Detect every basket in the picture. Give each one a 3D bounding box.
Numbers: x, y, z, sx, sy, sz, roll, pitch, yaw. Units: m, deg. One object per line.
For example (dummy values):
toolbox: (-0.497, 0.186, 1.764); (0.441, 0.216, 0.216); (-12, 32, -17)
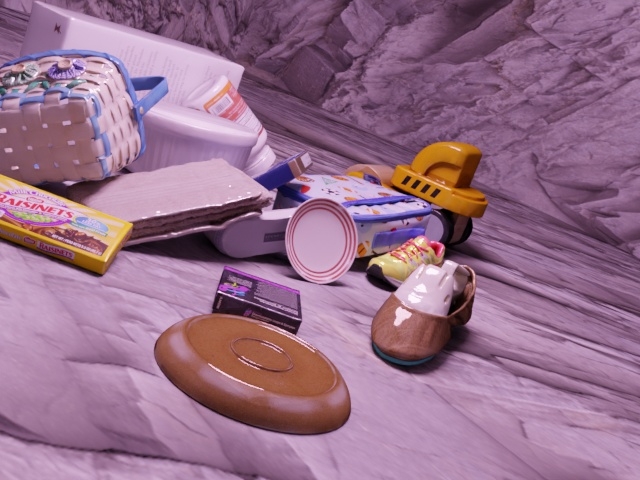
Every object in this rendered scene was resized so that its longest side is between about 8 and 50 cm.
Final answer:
basket: (-0.390, -0.204, 1.356); (0.254, 0.201, 0.289); (-5, 23, 5)

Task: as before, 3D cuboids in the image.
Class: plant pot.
plant pot: (-0.070, 0.141, 0.977); (0.236, 0.032, 0.236); (20, 15, -6)

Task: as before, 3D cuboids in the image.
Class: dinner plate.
dinner plate: (0.000, 0.000, 1.397); (0.141, 0.141, 0.017); (11, -8, -34)

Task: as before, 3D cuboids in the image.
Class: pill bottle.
pill bottle: (-0.194, -0.240, 1.857); (0.216, 0.121, 0.121); (54, 0, -25)

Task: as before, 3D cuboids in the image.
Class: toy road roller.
toy road roller: (0.229, -0.134, 1.971); (0.329, 0.241, 0.202); (27, 15, 23)

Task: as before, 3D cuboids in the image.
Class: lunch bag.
lunch bag: (0.069, -0.050, 1.647); (0.243, 0.115, 0.303); (22, 20, 35)

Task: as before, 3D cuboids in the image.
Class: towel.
towel: (-0.232, -0.063, 1.321); (0.282, 0.049, 0.187); (-12, 29, -29)

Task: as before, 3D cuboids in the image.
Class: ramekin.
ramekin: (-0.263, -0.181, 1.651); (0.272, 0.127, 0.273); (16, 11, -3)

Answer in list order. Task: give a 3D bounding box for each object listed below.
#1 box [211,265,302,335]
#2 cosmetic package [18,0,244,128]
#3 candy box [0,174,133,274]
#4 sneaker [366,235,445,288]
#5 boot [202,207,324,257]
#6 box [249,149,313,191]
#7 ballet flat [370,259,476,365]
box: (-0.084, 0.080, 1.157); (0.116, 0.029, 0.162); (19, 7, -6)
cosmetic package: (-0.408, -0.335, 1.848); (0.453, 0.230, 0.161); (6, 20, -48)
candy box: (-0.363, -0.025, 1.131); (0.205, 0.027, 0.105); (20, 29, -2)
sneaker: (0.159, 0.033, 1.561); (0.081, 0.094, 0.208); (30, 18, 31)
boot: (-0.086, -0.031, 1.436); (0.258, 0.095, 0.123); (1, 23, -39)
box: (-0.127, -0.093, 1.521); (0.225, 0.037, 0.136); (-23, 8, 13)
ballet flat: (0.173, 0.092, 1.307); (0.116, 0.124, 0.342); (26, 16, 22)
